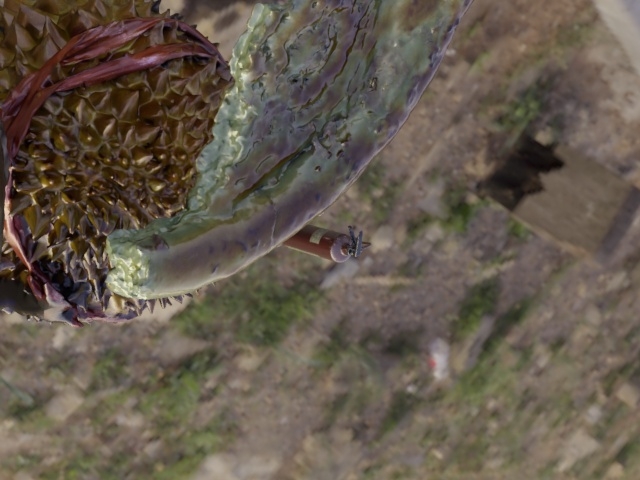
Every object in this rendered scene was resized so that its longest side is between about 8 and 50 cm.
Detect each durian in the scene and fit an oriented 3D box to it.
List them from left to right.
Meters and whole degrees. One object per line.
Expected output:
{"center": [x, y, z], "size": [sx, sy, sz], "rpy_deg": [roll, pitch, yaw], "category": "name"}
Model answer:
{"center": [-0.229, -0.079, 1.178], "size": [0.347, 0.384, 0.348], "rpy_deg": [8, 90, -74], "category": "durian"}

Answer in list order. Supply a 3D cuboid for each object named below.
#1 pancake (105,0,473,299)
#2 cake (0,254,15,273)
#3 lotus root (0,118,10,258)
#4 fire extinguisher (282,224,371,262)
{"center": [-0.004, -0.092, 0.854], "size": [0.376, 0.054, 0.197], "rpy_deg": [-49, 145, -12], "category": "pancake"}
{"center": [-0.365, -0.002, 0.858], "size": [0.293, 0.199, 0.196], "rpy_deg": [-8, 165, -29], "category": "cake"}
{"center": [-0.210, 0.036, 0.409], "size": [0.210, 0.142, 0.314], "rpy_deg": [-41, 169, 32], "category": "lotus root"}
{"center": [0.000, 0.000, 1.224], "size": [0.049, 0.173, 0.035], "rpy_deg": [29, 83, -34], "category": "fire extinguisher"}
